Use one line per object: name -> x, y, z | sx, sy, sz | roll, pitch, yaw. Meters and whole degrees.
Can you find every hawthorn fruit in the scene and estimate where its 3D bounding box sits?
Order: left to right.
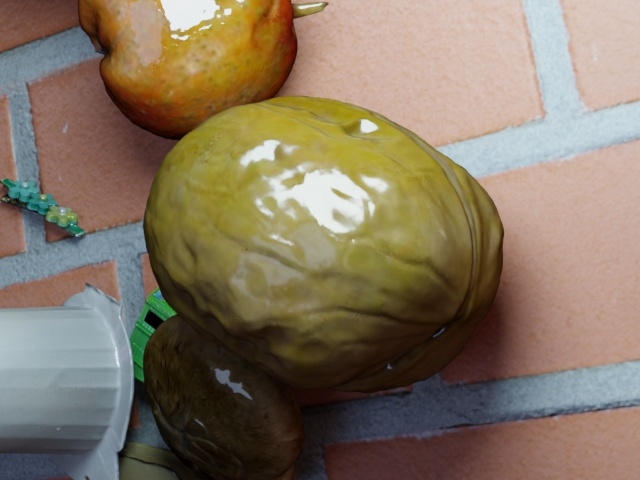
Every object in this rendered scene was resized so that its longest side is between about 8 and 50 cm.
hawthorn fruit -> -0.135, -0.265, 1.600 | 0.298, 0.277, 0.277 | -12, 83, 8

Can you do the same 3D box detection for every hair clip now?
hair clip -> -0.403, -0.050, 1.866 | 0.173, 0.049, 0.049 | 26, 102, 30

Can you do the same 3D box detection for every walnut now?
walnut -> 0.000, 0.000, 1.445 | 0.397, 0.354, 0.308 | 25, 89, 28

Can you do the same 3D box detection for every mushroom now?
mushroom -> -0.119, 0.208, 1.604 | 0.278, 0.146, 0.278 | 35, 142, 34

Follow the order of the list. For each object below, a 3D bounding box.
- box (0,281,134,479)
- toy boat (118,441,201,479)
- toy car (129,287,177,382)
box -> -0.394, 0.208, 1.723 | 0.262, 0.206, 0.291 | -36, 59, 42
toy boat -> -0.207, 0.343, 1.733 | 0.188, 0.061, 0.116 | 11, 95, 30
toy car -> -0.207, 0.113, 1.735 | 0.071, 0.062, 0.165 | 34, 106, 28
